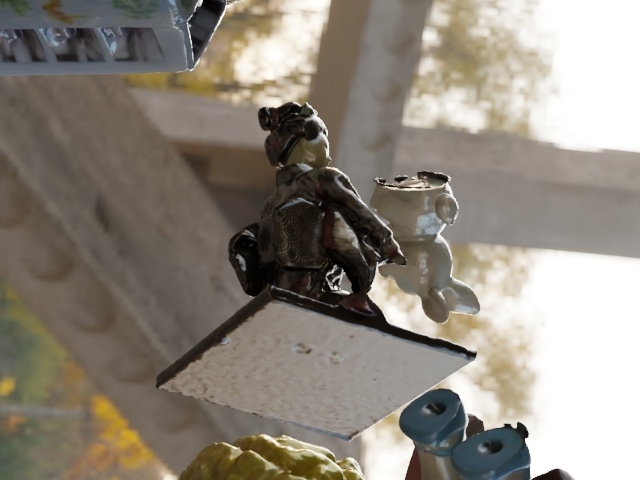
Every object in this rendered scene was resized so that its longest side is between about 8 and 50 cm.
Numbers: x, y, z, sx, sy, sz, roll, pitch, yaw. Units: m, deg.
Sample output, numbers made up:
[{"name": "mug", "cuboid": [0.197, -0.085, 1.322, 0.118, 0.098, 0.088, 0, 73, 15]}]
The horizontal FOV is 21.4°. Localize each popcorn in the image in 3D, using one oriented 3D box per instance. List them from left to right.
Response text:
[{"name": "popcorn", "cuboid": [-0.048, 0.283, 1.572, 0.200, 0.226, 0.203, 21, 60, -60]}]

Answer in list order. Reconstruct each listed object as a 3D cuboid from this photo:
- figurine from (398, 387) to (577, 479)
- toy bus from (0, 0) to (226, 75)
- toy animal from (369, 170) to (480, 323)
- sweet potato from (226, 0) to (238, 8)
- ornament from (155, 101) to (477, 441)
[{"name": "figurine", "cuboid": [0.101, 0.177, 0.715, 0.205, 0.103, 0.260, 16, -48, 40]}, {"name": "toy bus", "cuboid": [-0.224, -0.176, 1.071, 0.109, 0.329, 0.136, -69, 152, -44]}, {"name": "toy animal", "cuboid": [0.089, 0.006, 1.466, 0.071, 0.085, 0.124, -17, 110, -56]}, {"name": "sweet potato", "cuboid": [-0.031, -0.213, 1.097, 0.354, 0.106, 0.095, -41, -159, 52]}, {"name": "ornament", "cuboid": [0.000, 0.000, 1.115, 0.166, 0.153, 0.196, -37, -136, 48]}]
